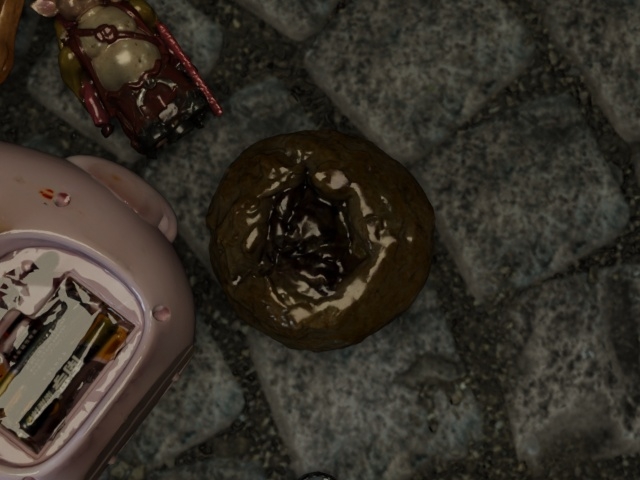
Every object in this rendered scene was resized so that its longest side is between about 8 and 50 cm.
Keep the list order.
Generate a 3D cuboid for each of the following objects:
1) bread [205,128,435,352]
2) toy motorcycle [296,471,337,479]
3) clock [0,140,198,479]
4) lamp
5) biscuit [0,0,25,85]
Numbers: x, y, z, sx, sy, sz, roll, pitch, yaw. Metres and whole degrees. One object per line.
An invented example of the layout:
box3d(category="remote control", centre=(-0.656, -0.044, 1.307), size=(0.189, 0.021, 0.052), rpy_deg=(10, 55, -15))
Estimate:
box3d(category="bread", centre=(0.000, 0.000, 1.612), size=(0.230, 0.123, 0.230), rpy_deg=(0, 89, -4))
box3d(category="toy motorcycle", centre=(-0.046, 0.313, 1.618), size=(0.190, 0.074, 0.106), rpy_deg=(-34, 98, -5))
box3d(category="clock", centre=(-0.316, 0.058, 1.530), size=(0.377, 0.250, 0.368), rpy_deg=(37, 86, 0))
box3d(category="lamp", centre=(-0.211, -0.201, 1.621), size=(0.118, 0.118, 0.253), rpy_deg=(-35, 90, -4))
box3d(category="biscuit", centre=(-0.305, -0.265, 1.607), size=(0.036, 0.165, 0.250), rpy_deg=(19, 87, -35))
